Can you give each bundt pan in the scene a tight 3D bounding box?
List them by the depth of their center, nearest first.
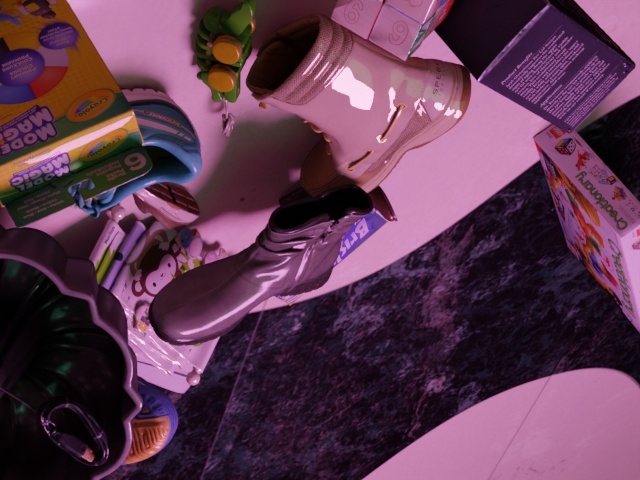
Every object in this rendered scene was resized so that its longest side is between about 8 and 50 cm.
[{"bbox_3d":[-0.333,0.116,1.294,0.331,0.124,0.330,0,118,1],"label":"bundt pan"}]

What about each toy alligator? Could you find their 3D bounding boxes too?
[{"bbox_3d":[-0.101,-0.174,1.295,0.051,0.056,0.189,20,142,3],"label":"toy alligator"}]

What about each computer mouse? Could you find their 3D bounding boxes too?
[{"bbox_3d":[-0.301,0.147,1.218,0.242,0.041,0.071,33,114,-16],"label":"computer mouse"}]

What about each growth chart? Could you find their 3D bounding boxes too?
[{"bbox_3d":[-0.178,0.059,1.456,0.237,0.021,0.171,34,70,-45],"label":"growth chart"}]

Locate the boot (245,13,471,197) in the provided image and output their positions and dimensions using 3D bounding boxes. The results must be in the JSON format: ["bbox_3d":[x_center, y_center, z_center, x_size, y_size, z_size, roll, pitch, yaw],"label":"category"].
[{"bbox_3d":[0.003,-0.134,1.375,0.204,0.095,0.262,16,151,-31],"label":"boot"}]

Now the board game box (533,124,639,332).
[{"bbox_3d":[0.385,-0.010,1.764,0.053,0.193,0.305,-34,145,-1],"label":"board game box"}]

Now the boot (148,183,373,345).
[{"bbox_3d":[-0.067,0.015,1.411,0.247,0.083,0.161,-23,158,-29],"label":"boot"}]

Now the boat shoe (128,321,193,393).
[{"bbox_3d":[-0.216,0.102,1.496,0.088,0.096,0.267,-54,138,4],"label":"boat shoe"}]

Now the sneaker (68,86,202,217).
[{"bbox_3d":[-0.242,-0.075,1.241,0.275,0.110,0.107,-16,142,-23],"label":"sneaker"}]

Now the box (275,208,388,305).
[{"bbox_3d":[0.000,0.000,1.582,0.169,0.054,0.059,-41,145,10],"label":"box"}]

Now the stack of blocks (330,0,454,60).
[{"bbox_3d":[0.111,-0.316,1.186,0.171,0.087,0.297,-49,168,-51],"label":"stack of blocks"}]

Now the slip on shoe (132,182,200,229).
[{"bbox_3d":[-0.180,-0.047,1.385,0.041,0.051,0.135,-31,154,16],"label":"slip on shoe"}]

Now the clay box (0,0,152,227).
[{"bbox_3d":[-0.238,-0.120,1.087,0.127,0.222,0.053,-26,145,-13],"label":"clay box"}]

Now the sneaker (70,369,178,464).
[{"bbox_3d":[-0.260,0.186,1.468,0.297,0.111,0.131,-3,-179,35],"label":"sneaker"}]

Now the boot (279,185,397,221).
[{"bbox_3d":[0.018,-0.034,1.514,0.114,0.106,0.037,-35,156,-4],"label":"boot"}]

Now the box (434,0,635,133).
[{"bbox_3d":[0.216,-0.224,1.399,0.108,0.153,0.207,-47,143,20],"label":"box"}]
